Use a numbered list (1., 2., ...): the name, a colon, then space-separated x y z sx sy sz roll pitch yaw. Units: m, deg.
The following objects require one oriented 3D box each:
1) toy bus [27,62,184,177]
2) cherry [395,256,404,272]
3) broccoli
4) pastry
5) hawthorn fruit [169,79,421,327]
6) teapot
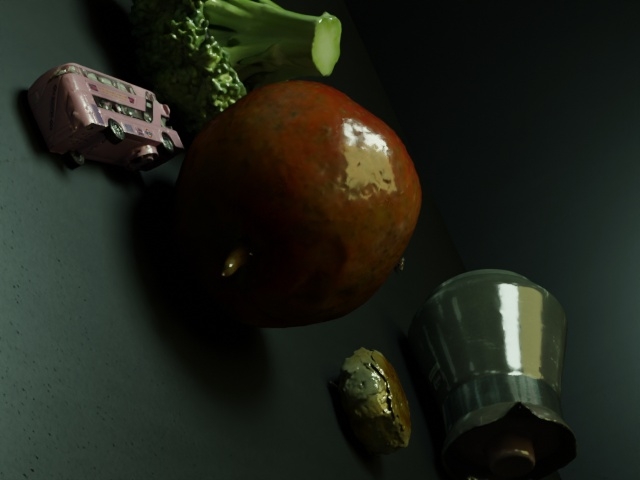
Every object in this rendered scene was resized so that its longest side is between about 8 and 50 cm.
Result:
1. toy bus: -0.211 -0.119 0.955 0.090 0.063 0.203 64 15 10
2. cherry: 0.144 -0.043 2.107 0.107 0.090 0.225 -123 -165 -58
3. broccoli: -0.122 -0.245 1.220 0.260 0.235 0.288 42 6 31
4. pastry: 0.077 0.224 1.320 0.153 0.081 0.153 58 10 -16
5. hawthorn fruit: -0.046 -0.025 1.026 0.277 0.277 0.298 60 33 -12
6. teapot: 0.319 0.287 1.767 0.362 0.305 0.376 -89 179 -46
